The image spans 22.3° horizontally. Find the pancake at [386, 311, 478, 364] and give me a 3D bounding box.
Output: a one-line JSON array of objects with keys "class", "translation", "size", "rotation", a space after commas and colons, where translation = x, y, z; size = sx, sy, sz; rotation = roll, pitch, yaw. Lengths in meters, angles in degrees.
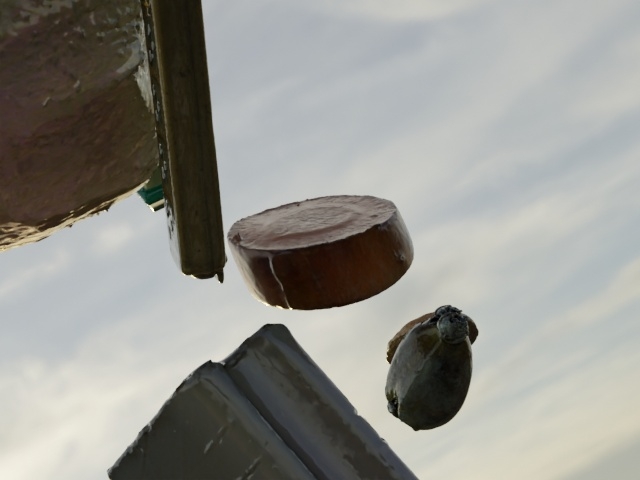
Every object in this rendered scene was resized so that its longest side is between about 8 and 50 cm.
[{"class": "pancake", "translation": [0.170, 0.157, 2.496], "size": [0.151, 0.025, 0.152], "rotation": [-14, -35, -10]}]

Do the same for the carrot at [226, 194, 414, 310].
[{"class": "carrot", "translation": [0.000, 0.000, 2.297], "size": [0.258, 0.100, 0.307], "rotation": [-10, 20, 0]}]

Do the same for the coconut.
[{"class": "coconut", "translation": [-0.372, -0.168, 1.581], "size": [0.404, 0.405, 0.404], "rotation": [-26, -16, -8]}]

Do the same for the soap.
[{"class": "soap", "translation": [-0.054, 0.380, 2.179], "size": [0.213, 0.435, 0.350], "rotation": [-31, -11, -49]}]

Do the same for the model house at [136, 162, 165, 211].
[{"class": "model house", "translation": [-0.201, -0.106, 1.985], "size": [0.100, 0.127, 0.149], "rotation": [-28, -51, -19]}]

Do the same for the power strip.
[{"class": "power strip", "translation": [-0.106, -0.110, 1.209], "size": [0.044, 0.305, 0.064], "rotation": [-8, 17, -13]}]

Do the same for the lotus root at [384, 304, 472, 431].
[{"class": "lotus root", "translation": [0.118, 0.131, 1.690], "size": [0.088, 0.088, 0.165], "rotation": [-15, -44, -39]}]
